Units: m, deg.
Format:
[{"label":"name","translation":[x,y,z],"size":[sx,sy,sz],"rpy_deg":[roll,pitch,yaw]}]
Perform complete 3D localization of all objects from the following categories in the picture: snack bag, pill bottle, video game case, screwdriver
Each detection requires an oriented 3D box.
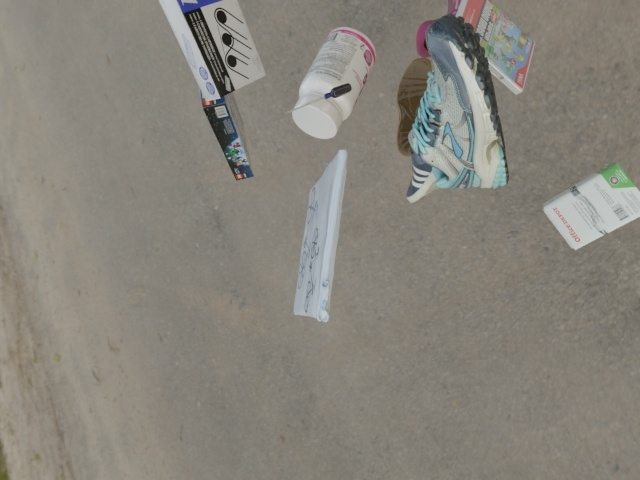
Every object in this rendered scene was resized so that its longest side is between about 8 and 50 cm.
[{"label":"snack bag","translation":[0.000,0.000,0.858],"size":[0.342,0.037,0.322],"rpy_deg":[143,135,-76]},{"label":"pill bottle","translation":[0.037,-0.440,1.163],"size":[0.161,0.160,0.283],"rpy_deg":[11,68,35]},{"label":"video game case","translation":[0.508,-0.586,1.201],"size":[0.025,0.285,0.204],"rpy_deg":[-18,46,61]},{"label":"screwdriver","translation":[-0.001,-0.325,0.947],"size":[0.025,0.170,0.024],"rpy_deg":[32,146,57]}]

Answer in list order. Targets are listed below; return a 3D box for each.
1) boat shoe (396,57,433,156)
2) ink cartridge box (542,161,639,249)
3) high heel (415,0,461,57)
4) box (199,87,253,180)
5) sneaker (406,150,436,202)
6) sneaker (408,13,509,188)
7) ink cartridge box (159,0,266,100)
[{"label":"boat shoe","translation":[0.344,-0.473,1.488],"size":[0.122,0.110,0.340],"rpy_deg":[13,100,30]},{"label":"ink cartridge box","translation":[0.755,-0.093,1.141],"size":[0.208,0.087,0.153],"rpy_deg":[-36,85,28]},{"label":"high heel","translation":[0.406,-0.660,1.381],"size":[0.127,0.377,0.181],"rpy_deg":[1,87,-2]},{"label":"box","translation":[-0.193,-0.253,0.842],"size":[0.044,0.233,0.159],"rpy_deg":[-14,65,-3]},{"label":"sneaker","translation":[0.328,-0.237,1.275],"size":[0.148,0.131,0.350],"rpy_deg":[56,164,10]},{"label":"sneaker","translation":[0.169,-0.149,0.540],"size":[0.122,0.283,0.110],"rpy_deg":[-10,56,26]},{"label":"ink cartridge box","translation":[-0.162,-0.317,0.582],"size":[0.046,0.097,0.207],"rpy_deg":[9,131,44]}]
